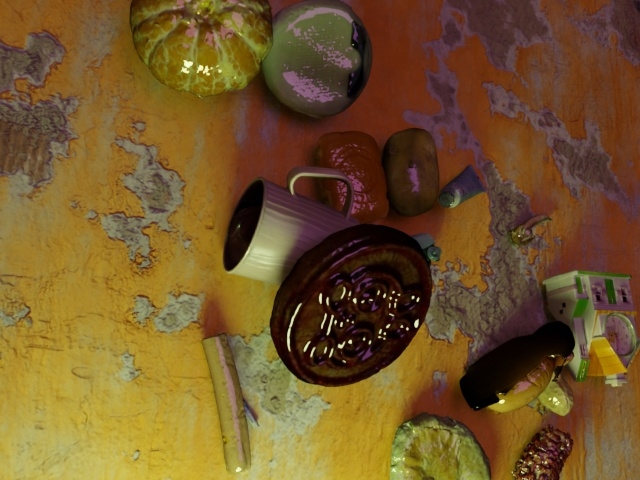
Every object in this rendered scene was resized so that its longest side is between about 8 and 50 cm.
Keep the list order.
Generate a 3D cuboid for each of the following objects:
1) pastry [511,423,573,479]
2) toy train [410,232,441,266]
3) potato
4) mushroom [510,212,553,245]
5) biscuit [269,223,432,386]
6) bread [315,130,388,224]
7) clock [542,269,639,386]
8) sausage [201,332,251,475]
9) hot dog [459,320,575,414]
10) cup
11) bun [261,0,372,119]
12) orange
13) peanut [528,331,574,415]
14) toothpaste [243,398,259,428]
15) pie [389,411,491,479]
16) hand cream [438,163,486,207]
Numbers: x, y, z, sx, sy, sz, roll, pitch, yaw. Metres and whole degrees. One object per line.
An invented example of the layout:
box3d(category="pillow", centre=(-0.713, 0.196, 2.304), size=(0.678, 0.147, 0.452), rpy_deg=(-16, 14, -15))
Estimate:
box3d(category="pastry", centre=(0.569, 0.573, 1.900), size=(0.115, 0.097, 0.208), rpy_deg=(43, 61, 3))
box3d(category="toy train", centre=(0.235, 0.040, 1.911), size=(0.172, 0.070, 0.099), rpy_deg=(-24, 76, -32))
box3d(category="potato", centre=(0.232, -0.176, 1.926), size=(0.148, 0.197, 0.229), rpy_deg=(-9, 90, 14))
box3d(category="mushroom", centre=(0.617, -0.041, 2.144), size=(0.187, 0.061, 0.060), rpy_deg=(-31, 84, -36))
box3d(category="biscuit", centre=(0.082, 0.157, 1.640), size=(0.407, 0.091, 0.408), rpy_deg=(-17, 125, -26))
box3d(category="bread", centre=(0.074, -0.152, 1.857), size=(0.174, 0.121, 0.246), rpy_deg=(0, 76, -29))
box3d(category="clock", centre=(0.774, 0.250, 2.066), size=(0.235, 0.166, 0.310), rpy_deg=(4, 74, -26))
box3d(category="sausage", centre=(-0.197, 0.348, 1.587), size=(0.065, 0.066, 0.301), rpy_deg=(-7, 79, -29))
box3d(category="hot dog", centre=(0.517, 0.351, 1.883), size=(0.325, 0.194, 0.107), rpy_deg=(-23, 121, 1))
box3d(category="cup", centre=(-0.057, -0.029, 1.685), size=(0.273, 0.208, 0.289), rpy_deg=(19, 82, -23))
box3d(category="bun", centre=(-0.018, -0.460, 1.875), size=(0.293, 0.187, 0.293), rpy_deg=(-2, 100, -12))
box3d(category="orange", centre=(-0.270, -0.488, 1.697), size=(0.329, 0.249, 0.330), rpy_deg=(0, 81, -2))
box3d(category="peanut", centre=(0.610, 0.355, 1.982), size=(0.103, 0.098, 0.230), rpy_deg=(24, 49, -69))
box3d(category="toothpaste", centre=(-0.162, 0.375, 1.626), size=(0.024, 0.015, 0.083), rpy_deg=(-33, 85, -30))
box3d(category="pie", centre=(0.285, 0.562, 1.765), size=(0.306, 0.071, 0.307), rpy_deg=(7, 74, -23))
box3d(category="hand cream", centre=(0.390, -0.142, 2.024), size=(0.091, 0.058, 0.271), rpy_deg=(57, 34, 1))
